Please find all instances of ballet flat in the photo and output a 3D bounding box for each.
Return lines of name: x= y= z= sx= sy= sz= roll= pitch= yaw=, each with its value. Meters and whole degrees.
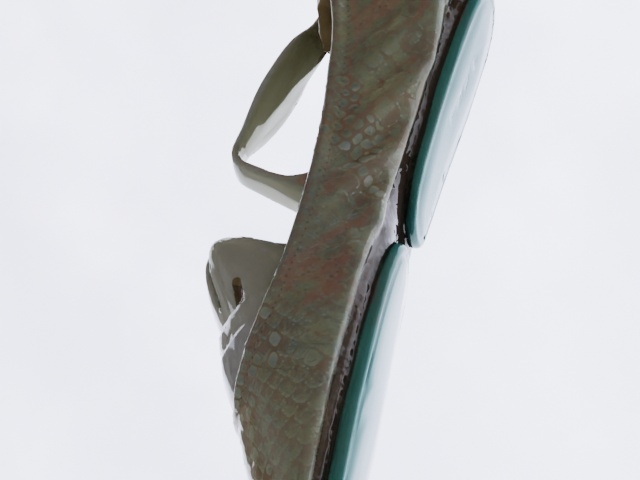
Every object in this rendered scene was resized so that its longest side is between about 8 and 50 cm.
ballet flat: x=0.000 y=0.000 z=0.446 sx=0.052 sy=0.168 sz=0.057 roll=10 pitch=-35 yaw=11
